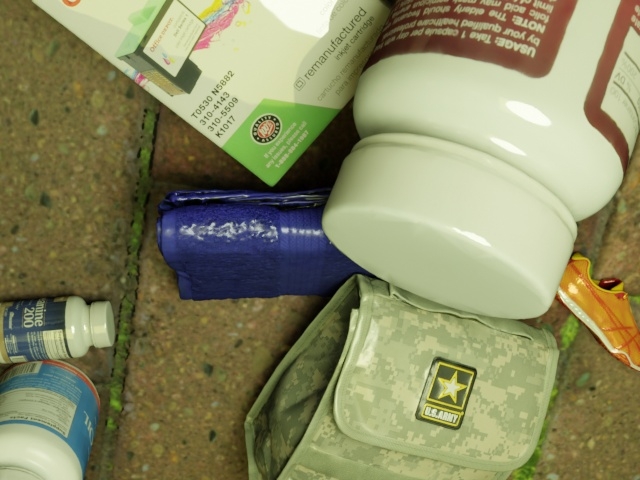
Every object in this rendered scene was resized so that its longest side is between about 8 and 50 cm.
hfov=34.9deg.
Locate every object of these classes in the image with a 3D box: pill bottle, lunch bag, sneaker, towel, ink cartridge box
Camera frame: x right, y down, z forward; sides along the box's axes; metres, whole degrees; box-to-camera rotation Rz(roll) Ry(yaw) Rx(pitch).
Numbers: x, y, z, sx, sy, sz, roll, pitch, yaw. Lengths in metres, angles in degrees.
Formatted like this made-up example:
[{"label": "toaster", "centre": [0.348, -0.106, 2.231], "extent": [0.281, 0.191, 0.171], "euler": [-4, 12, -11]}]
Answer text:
[{"label": "pill bottle", "centre": [-0.305, 0.226, 1.057], "extent": [0.124, 0.221, 0.124], "euler": [-1, 114, -3]}, {"label": "pill bottle", "centre": [-0.284, 0.094, 1.086], "extent": [0.120, 0.067, 0.067], "euler": [-5, 113, -2]}, {"label": "pill bottle", "centre": [0.161, -0.150, 0.831], "extent": [0.224, 0.224, 0.392], "euler": [29, 73, -15]}, {"label": "lunch bag", "centre": [0.083, 0.176, 1.055], "extent": [0.235, 0.169, 0.287], "euler": [17, 123, -20]}, {"label": "sneaker", "centre": [0.325, 0.085, 1.124], "extent": [0.067, 0.064, 0.175], "euler": [-44, 112, 4]}, {"label": "towel", "centre": [0.000, 0.000, 1.008], "extent": [0.308, 0.227, 0.076], "euler": [-1, 74, -3]}, {"label": "ink cartridge box", "centre": [-0.090, -0.219, 0.936], "extent": [0.278, 0.117, 0.201], "euler": [37, 106, -18]}]
